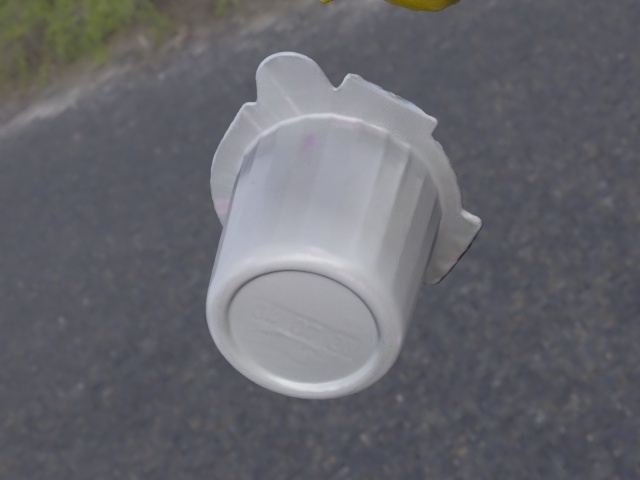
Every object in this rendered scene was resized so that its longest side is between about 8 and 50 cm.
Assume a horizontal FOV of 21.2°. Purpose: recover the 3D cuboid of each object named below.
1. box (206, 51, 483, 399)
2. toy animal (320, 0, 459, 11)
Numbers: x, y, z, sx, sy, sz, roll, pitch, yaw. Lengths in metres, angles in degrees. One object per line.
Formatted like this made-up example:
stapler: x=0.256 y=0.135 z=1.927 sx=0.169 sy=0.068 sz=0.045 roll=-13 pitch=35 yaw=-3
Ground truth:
box: x=0.000 y=0.000 z=1.568 sx=0.262 sy=0.291 sz=0.206 roll=-6 pitch=38 yaw=16
toy animal: x=0.102 y=-0.263 z=1.373 sx=0.230 sy=0.156 sz=0.156 roll=-6 pitch=34 yaw=43
